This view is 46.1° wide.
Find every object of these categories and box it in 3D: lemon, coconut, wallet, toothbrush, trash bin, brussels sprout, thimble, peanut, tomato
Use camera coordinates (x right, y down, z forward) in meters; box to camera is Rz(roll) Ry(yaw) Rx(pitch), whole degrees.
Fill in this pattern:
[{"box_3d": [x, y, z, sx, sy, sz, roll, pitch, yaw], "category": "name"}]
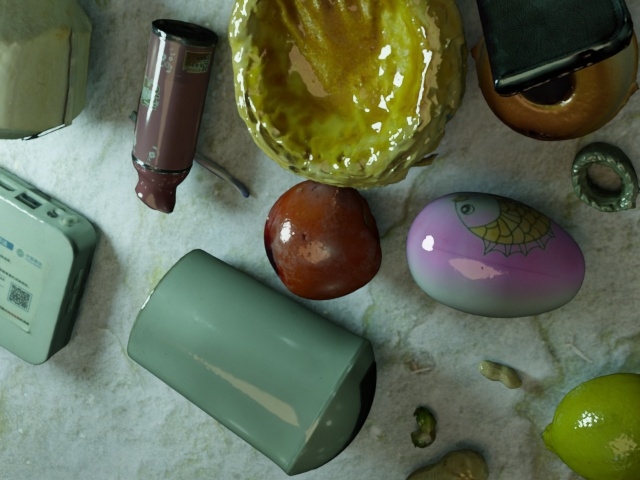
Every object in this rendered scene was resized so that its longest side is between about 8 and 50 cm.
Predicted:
[{"box_3d": [0.484, 0.315, 1.238, 0.248, 0.184, 0.184, -26, 104, 30], "category": "lemon"}, {"box_3d": [-0.547, -0.311, 1.272, 0.323, 0.323, 0.323, 10, 119, 18], "category": "coconut"}, {"box_3d": [0.272, -0.344, 0.946, 0.172, 0.045, 0.318, -20, 63, 25], "category": "wallet"}, {"box_3d": [-0.242, -0.158, 1.383, 0.269, 0.021, 0.027, 34, 129, 2], "category": "toothbrush"}, {"box_3d": [-0.108, 0.227, 1.384, 0.432, 0.280, 0.280, 31, 124, 9], "category": "trash bin"}, {"box_3d": [0.202, 0.366, 1.460, 0.051, 0.046, 0.083, 13, 120, 18], "category": "brussels sprout"}, {"box_3d": [0.425, -0.091, 1.116, 0.110, 0.062, 0.084, 39, 123, -1], "category": "thimble"}, {"box_3d": [0.234, 0.487, 1.477, 0.229, 0.103, 0.098, -42, 81, 31], "category": "peanut"}, {"box_3d": [0.000, 0.000, 1.254, 0.184, 0.208, 0.208, -24, 106, 15], "category": "tomato"}, {"box_3d": [0.323, 0.240, 1.349, 0.083, 0.037, 0.037, 27, 123, 10], "category": "peanut"}]

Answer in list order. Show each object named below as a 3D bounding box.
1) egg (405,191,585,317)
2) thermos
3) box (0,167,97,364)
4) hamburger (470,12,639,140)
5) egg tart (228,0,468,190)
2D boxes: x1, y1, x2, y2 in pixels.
[{"box_3d": [0.268, 0.025, 1.170, 0.271, 0.196, 0.196, 13, 122, -3], "category": "egg"}, {"box_3d": [-0.274, -0.207, 1.299, 0.136, 0.109, 0.330, 21, 117, 9], "category": "thermos"}, {"box_3d": [-0.695, 0.035, 1.622, 0.396, 0.111, 0.397, 30, 123, 5], "category": "box"}, {"box_3d": [0.323, -0.240, 1.033, 0.236, 0.147, 0.237, 18, 132, 21], "category": "hamburger"}, {"box_3d": [0.043, -0.265, 1.124, 0.387, 0.169, 0.388, 10, 117, 21], "category": "egg tart"}]
